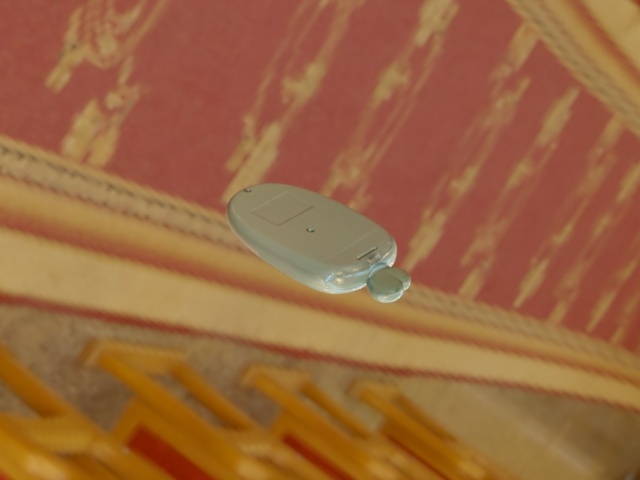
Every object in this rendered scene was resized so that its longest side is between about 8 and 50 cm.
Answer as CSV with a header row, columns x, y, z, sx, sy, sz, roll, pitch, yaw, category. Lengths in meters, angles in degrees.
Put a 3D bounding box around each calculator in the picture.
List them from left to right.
x,y,z,sx,sy,sz,roll,pitch,yaw,category
0.000,0.000,1.213,0.095,0.153,0.021,-30,139,-46,calculator
